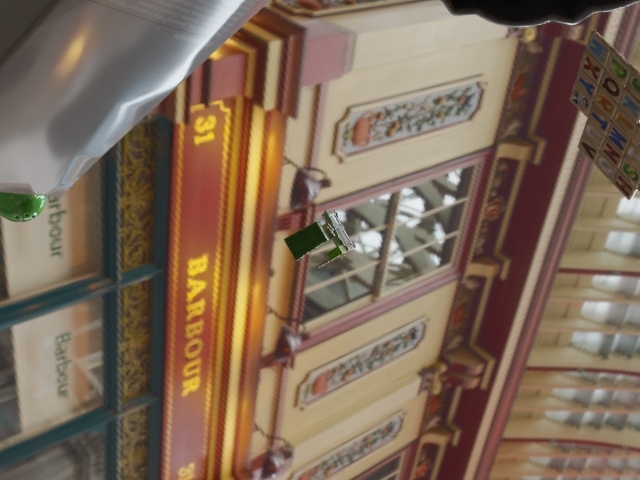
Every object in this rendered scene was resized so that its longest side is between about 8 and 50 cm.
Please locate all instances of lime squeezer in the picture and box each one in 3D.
[{"bbox_3d":[-0.355,-0.080,0.957,0.310,0.059,0.110,16,-60,50],"label":"lime squeezer"}]

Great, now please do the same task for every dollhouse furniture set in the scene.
[{"bbox_3d":[0.000,0.000,1.311,0.058,0.151,0.076,-31,-94,15],"label":"dollhouse furniture set"}]

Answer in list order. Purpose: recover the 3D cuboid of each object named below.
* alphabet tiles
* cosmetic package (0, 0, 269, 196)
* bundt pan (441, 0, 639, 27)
[{"bbox_3d":[0.420,-0.154,1.191,0.198,0.009,0.237,54,-11,24],"label":"alphabet tiles"},{"bbox_3d":[-0.103,-0.132,0.371,0.238,0.107,0.127,-36,-110,25],"label":"cosmetic package"},{"bbox_3d":[0.207,-0.358,0.790,0.331,0.331,0.124,-36,-140,52],"label":"bundt pan"}]
